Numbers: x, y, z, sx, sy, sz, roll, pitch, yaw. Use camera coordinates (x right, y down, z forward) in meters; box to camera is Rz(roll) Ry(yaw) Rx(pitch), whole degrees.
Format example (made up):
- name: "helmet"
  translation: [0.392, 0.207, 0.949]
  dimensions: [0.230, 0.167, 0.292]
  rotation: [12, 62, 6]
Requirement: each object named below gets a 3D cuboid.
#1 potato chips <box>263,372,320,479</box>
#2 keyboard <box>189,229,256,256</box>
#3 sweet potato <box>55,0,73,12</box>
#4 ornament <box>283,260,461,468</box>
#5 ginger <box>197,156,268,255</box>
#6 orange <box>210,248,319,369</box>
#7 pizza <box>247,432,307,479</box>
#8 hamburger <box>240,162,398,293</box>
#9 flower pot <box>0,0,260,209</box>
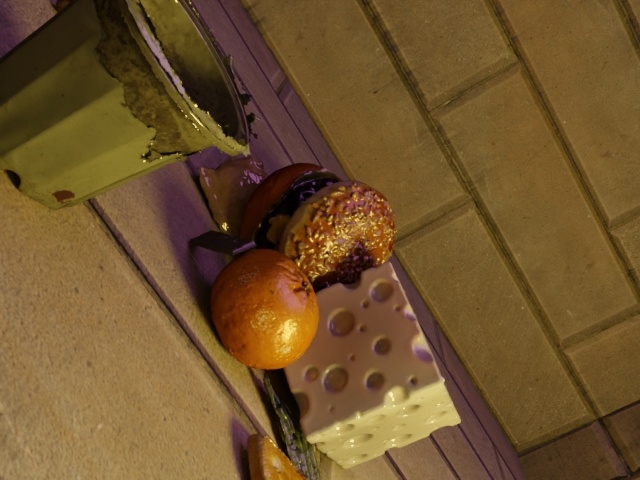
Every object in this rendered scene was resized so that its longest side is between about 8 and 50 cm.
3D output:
- name: "potato chips"
  translation: [-0.045, 0.310, 1.132]
  dimensions: [0.207, 0.028, 0.092]
  rotation: [66, 12, 17]
- name: "keyboard"
  translation: [-0.159, 0.005, 1.149]
  dimensions: [0.129, 0.049, 0.015]
  rotation: [13, -58, 48]
- name: "sweet potato"
  translation: [-0.359, -0.351, 1.270]
  dimensions: [0.273, 0.075, 0.075]
  rotation: [24, 38, -63]
- name: "ornament"
  translation: [0.081, 0.226, 1.254]
  dimensions: [0.239, 0.239, 0.240]
  rotation: [57, 10, -56]
- name: "ginger"
  translation: [-0.147, -0.071, 1.395]
  dimensions: [0.115, 0.122, 0.193]
  rotation: [-108, 177, -87]
- name: "orange"
  translation: [-0.084, 0.105, 1.123]
  dimensions: [0.193, 0.161, 0.193]
  rotation: [60, 8, -15]
- name: "pizza"
  translation: [-0.053, 0.348, 0.977]
  dimensions: [0.178, 0.041, 0.131]
  rotation: [63, 15, 13]
- name: "hamburger"
  translation: [0.000, 0.000, 1.346]
  dimensions: [0.225, 0.291, 0.291]
  rotation: [33, -9, 41]
- name: "flower pot"
  translation: [-0.249, -0.171, 0.850]
  dimensions: [0.290, 0.259, 0.290]
  rotation: [57, 11, -18]
